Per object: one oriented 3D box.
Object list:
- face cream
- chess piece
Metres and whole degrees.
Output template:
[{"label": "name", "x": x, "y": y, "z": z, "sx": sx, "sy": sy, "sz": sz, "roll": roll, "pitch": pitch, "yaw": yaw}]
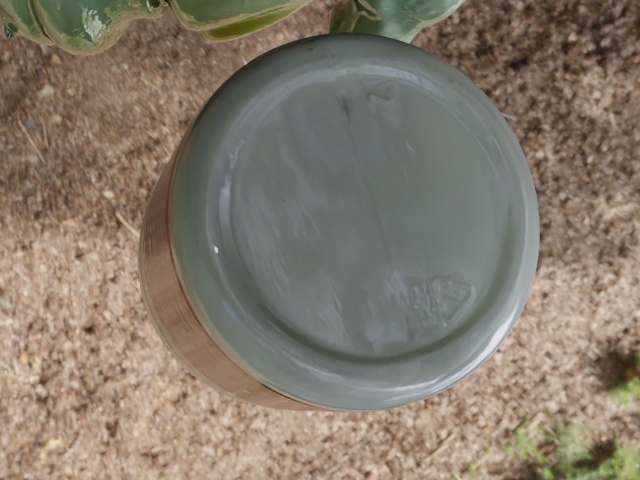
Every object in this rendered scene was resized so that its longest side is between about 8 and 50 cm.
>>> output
[{"label": "face cream", "x": 0.000, "y": 0.000, "z": 0.555, "sx": 0.201, "sy": 0.187, "sz": 0.201, "roll": 3, "pitch": 80, "yaw": -17}, {"label": "chess piece", "x": -0.035, "y": -0.183, "z": 0.568, "sx": 0.298, "sy": 0.176, "sz": 0.175, "roll": 9, "pitch": 117, "yaw": 6}]
